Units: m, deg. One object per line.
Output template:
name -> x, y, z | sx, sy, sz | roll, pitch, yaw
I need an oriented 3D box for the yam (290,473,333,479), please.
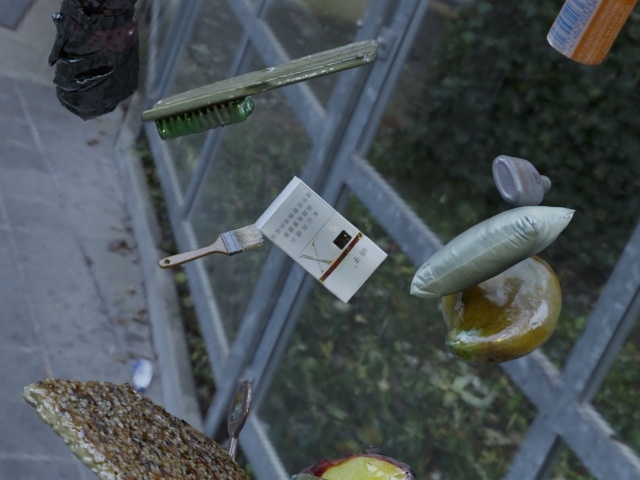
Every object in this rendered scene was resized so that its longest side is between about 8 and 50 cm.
yam -> 0.008, 0.291, 1.343 | 0.033, 0.027, 0.129 | -2, -3, -31

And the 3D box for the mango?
mango -> 0.288, 0.108, 1.875 | 0.193, 0.146, 0.316 | 7, 23, 20

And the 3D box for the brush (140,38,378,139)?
brush -> -0.066, -0.160, 1.254 | 0.282, 0.048, 0.054 | -13, 25, 25

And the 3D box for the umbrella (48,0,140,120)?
umbrella -> -0.191, -0.227, 1.012 | 0.090, 0.326, 0.094 | 21, 53, 0

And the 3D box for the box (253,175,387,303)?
box -> 0.000, 0.000, 1.465 | 0.154, 0.084, 0.040 | 40, -2, -17

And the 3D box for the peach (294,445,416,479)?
peach -> 0.054, 0.495, 1.717 | 0.258, 0.201, 0.361 | 11, 35, -29

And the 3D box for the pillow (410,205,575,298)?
pillow -> 0.258, 0.013, 1.743 | 0.144, 0.254, 0.078 | -9, 72, -50

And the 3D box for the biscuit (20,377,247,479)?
biscuit -> -0.143, 0.165, 0.961 | 0.131, 0.026, 0.237 | 44, 7, 19

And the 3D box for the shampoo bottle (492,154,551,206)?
shampoo bottle -> 0.319, -0.091, 1.805 | 0.165, 0.040, 0.080 | 1, 66, -59

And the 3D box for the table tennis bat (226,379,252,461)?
table tennis bat -> -0.115, 0.365, 2.234 | 0.119, 0.169, 0.107 | 18, -23, -17

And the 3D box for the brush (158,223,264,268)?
brush -> -0.172, 0.014, 1.803 | 0.170, 0.014, 0.043 | -17, 60, -17

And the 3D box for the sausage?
sausage -> 0.427, -0.398, 1.609 | 0.093, 0.312, 0.093 | 17, 34, -12
